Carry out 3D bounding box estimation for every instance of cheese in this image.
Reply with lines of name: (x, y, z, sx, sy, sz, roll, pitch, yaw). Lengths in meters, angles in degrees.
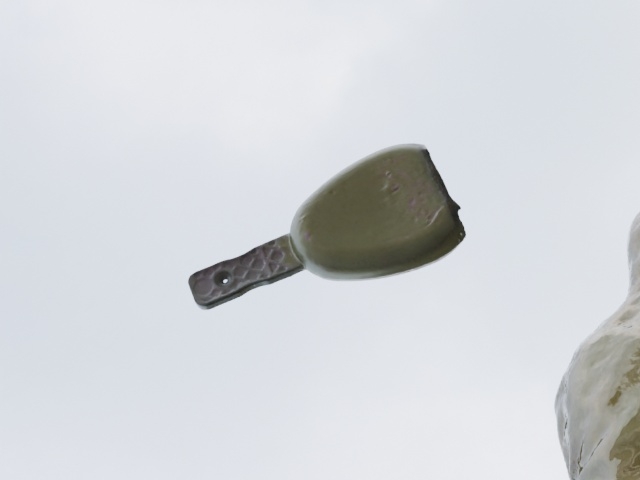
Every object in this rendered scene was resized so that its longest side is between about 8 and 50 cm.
cheese: (0.000, 0.000, 1.172, 0.192, 0.037, 0.097, -22, -123, -1)

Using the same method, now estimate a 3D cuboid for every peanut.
peanut: (0.283, 0.102, 1.284, 0.169, 0.192, 0.387, 56, -136, -38)
